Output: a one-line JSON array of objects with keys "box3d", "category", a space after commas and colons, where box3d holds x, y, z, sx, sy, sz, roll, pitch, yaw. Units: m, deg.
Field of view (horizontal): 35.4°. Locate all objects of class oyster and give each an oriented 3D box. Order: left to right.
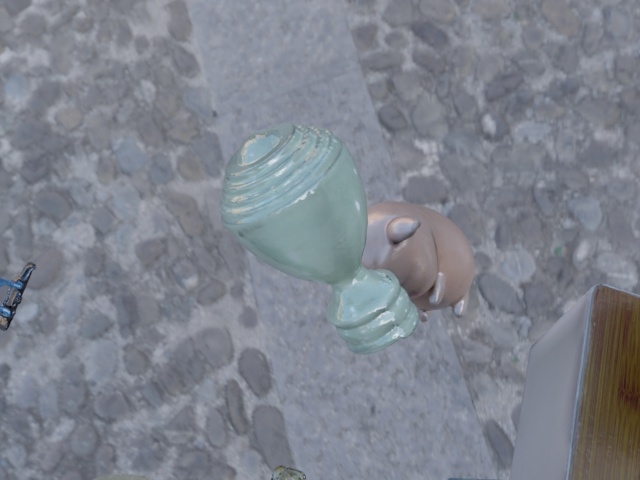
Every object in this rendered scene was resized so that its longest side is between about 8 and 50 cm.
[{"box3d": [-0.041, 0.336, 1.340, 0.054, 0.019, 0.083, 17, 112, 31], "category": "oyster"}]

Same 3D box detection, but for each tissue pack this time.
[{"box3d": [0.255, 0.189, 0.839, 0.159, 0.136, 0.246, 18, 60, -5], "category": "tissue pack"}]

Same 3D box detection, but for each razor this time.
[{"box3d": [-0.341, 0.060, 0.975, 0.042, 0.253, 0.082, 24, 91, -1], "category": "razor"}]

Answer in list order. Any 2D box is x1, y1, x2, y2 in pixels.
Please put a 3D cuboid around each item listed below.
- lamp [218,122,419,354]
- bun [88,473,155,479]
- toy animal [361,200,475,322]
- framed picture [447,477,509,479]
[{"box3d": [0.000, 0.000, 0.747, 0.106, 0.193, 0.106, -27, 22, 12], "category": "lamp"}, {"box3d": [-0.170, 0.328, 0.888, 0.239, 0.141, 0.239, -2, 79, 11], "category": "bun"}, {"box3d": [0.128, 0.022, 1.458, 0.166, 0.250, 0.154, -14, 67, 32], "category": "toy animal"}, {"box3d": [0.289, 0.387, 1.186, 0.281, 0.019, 0.209, 0, 67, 9], "category": "framed picture"}]
